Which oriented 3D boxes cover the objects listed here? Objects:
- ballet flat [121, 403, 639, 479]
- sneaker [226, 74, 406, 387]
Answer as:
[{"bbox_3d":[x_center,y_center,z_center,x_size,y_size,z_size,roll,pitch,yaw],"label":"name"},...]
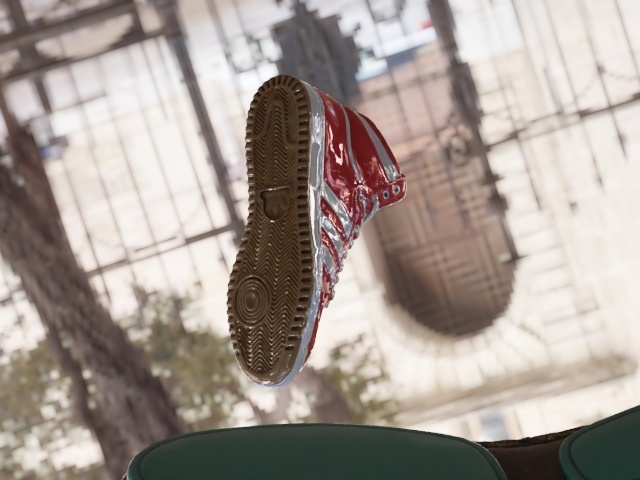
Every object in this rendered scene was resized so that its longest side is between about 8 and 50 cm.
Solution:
[{"bbox_3d":[0.129,0.184,0.951,0.483,0.182,0.164,-8,-157,-4],"label":"ballet flat"},{"bbox_3d":[0.000,0.000,0.637,0.042,0.118,0.067,0,172,36],"label":"sneaker"}]
